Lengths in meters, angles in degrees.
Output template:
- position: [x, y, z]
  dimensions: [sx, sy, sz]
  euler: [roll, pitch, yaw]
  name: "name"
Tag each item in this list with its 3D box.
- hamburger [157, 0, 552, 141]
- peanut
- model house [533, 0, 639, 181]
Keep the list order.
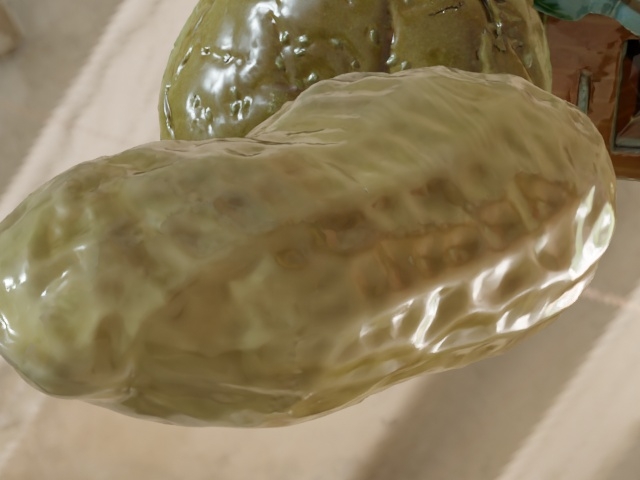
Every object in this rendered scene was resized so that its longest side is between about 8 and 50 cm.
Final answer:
- position: [0.018, -0.089, 1.364]
  dimensions: [0.285, 0.265, 0.134]
  euler: [-59, -5, 14]
  name: "hamburger"
- position: [0.000, 0.000, 0.894]
  dimensions: [0.325, 0.153, 0.140]
  euler: [-10, -27, -31]
  name: "peanut"
- position: [0.188, -0.212, 1.527]
  dimensions: [0.323, 0.300, 0.340]
  euler: [6, -54, 8]
  name: "model house"
